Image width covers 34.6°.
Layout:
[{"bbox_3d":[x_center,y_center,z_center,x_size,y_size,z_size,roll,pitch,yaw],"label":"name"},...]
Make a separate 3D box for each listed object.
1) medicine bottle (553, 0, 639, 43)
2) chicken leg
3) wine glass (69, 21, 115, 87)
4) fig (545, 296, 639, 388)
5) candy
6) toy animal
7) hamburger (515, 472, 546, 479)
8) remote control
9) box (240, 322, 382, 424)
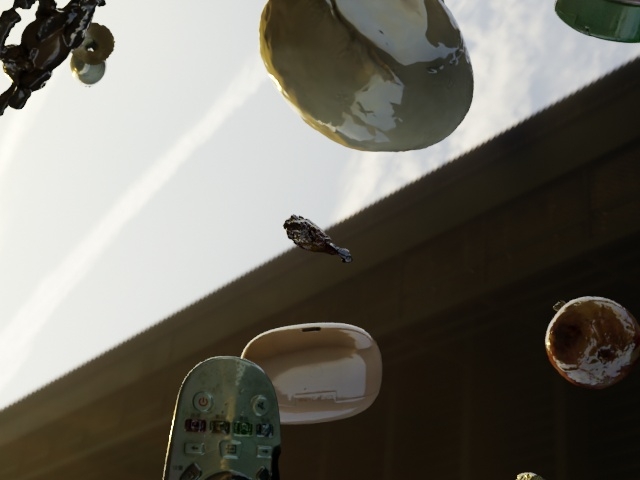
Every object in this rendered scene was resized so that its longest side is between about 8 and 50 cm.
[{"bbox_3d":[0.298,-0.323,0.933,0.133,0.134,0.274,-112,-153,-52],"label":"medicine bottle"},{"bbox_3d":[-0.004,-0.002,1.251,0.062,0.145,0.037,24,-93,21],"label":"chicken leg"},{"bbox_3d":[-0.342,-0.272,1.526,0.066,0.066,0.198,-68,-168,-7],"label":"wine glass"},{"bbox_3d":[0.455,0.143,1.753,0.230,0.160,0.143,-89,179,-50],"label":"fig"},{"bbox_3d":[0.053,-0.218,1.219,0.185,0.296,0.295,-48,-147,43],"label":"candy"},{"bbox_3d":[-0.324,-0.236,1.231,0.232,0.084,0.148,-55,178,0],"label":"toy animal"},{"bbox_3d":[0.185,0.231,0.778,0.121,0.084,0.054,33,-106,18],"label":"hamburger"},{"bbox_3d":[-0.076,0.215,0.763,0.045,0.097,0.256,160,-62,-63],"label":"remote control"},{"bbox_3d":[-0.013,0.185,1.421,0.088,0.200,0.145,-107,-165,-60],"label":"box"}]
